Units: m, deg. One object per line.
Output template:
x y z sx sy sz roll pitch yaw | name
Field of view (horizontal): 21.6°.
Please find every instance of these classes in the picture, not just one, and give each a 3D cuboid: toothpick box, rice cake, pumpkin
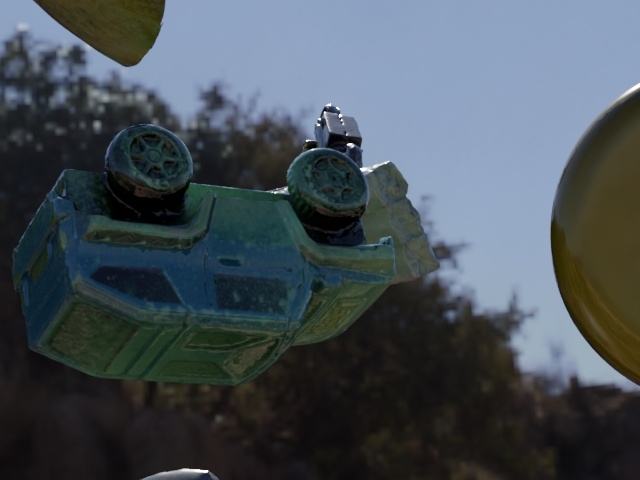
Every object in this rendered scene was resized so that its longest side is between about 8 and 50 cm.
0.221 0.009 0.943 0.175 0.175 0.271 -8 -8 9 | toothpick box
0.000 0.000 1.586 0.237 0.127 0.043 -8 23 44 | rice cake
-0.212 -0.259 1.420 0.110 0.217 0.217 -2 -17 -28 | pumpkin

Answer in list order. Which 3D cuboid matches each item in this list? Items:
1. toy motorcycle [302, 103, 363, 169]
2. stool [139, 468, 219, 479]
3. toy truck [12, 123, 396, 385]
0.011 -0.058 1.664 0.061 0.124 0.193 8 19 -12 | toy motorcycle
-0.180 0.415 1.570 0.310 0.310 0.226 -21 -52 -2 | stool
-0.086 0.020 1.278 0.279 0.156 0.155 6 -32 -27 | toy truck
